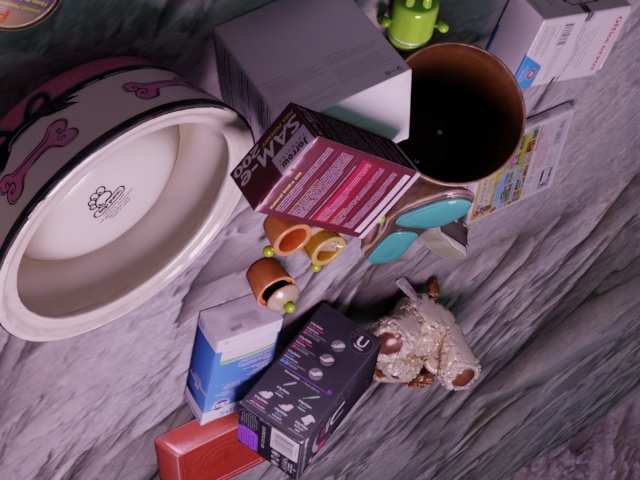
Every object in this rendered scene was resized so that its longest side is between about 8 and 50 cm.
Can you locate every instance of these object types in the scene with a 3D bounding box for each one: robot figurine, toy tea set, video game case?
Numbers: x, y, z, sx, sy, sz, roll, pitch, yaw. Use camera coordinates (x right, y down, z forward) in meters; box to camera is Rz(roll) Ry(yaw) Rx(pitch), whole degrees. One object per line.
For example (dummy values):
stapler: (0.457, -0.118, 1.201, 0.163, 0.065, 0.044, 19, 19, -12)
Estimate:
robot figurine: (0.135, -0.324, 1.805, 0.101, 0.067, 0.115, 2, 141, -8)
toy tea set: (0.000, 0.000, 2.058, 0.200, 0.124, 0.336, -13, 142, -34)
video game case: (0.369, -0.143, 2.326, 0.206, 0.026, 0.227, -24, 148, -20)

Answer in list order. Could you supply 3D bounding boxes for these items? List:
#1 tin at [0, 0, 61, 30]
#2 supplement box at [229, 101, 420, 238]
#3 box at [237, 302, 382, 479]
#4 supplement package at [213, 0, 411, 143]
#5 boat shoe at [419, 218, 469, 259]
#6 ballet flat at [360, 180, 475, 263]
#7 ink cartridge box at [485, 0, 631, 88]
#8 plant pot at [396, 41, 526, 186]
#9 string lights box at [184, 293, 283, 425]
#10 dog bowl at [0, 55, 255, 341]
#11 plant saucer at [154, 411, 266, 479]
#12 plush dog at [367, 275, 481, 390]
tin: (-0.375, -0.292, 1.377, 0.190, 0.040, 0.106, 5, 126, -48)
supplement box: (0.010, -0.086, 1.604, 0.130, 0.073, 0.239, -48, 148, 19)
box: (-0.019, 0.280, 2.305, 0.270, 0.143, 0.165, -49, 162, -31)
supplement package: (-0.011, -0.212, 1.682, 0.194, 0.203, 0.149, -26, 148, -16)
boat shoe: (0.203, -0.039, 2.265, 0.228, 0.081, 0.068, 39, 58, -48)
ballet flat: (0.149, -0.058, 2.078, 0.107, 0.106, 0.316, 6, 158, -28)
ink cartridge box: (0.386, -0.338, 2.017, 0.203, 0.086, 0.148, -14, 144, -33)
plant pot: (0.179, -0.174, 1.915, 0.215, 0.215, 0.230, -29, 179, -11)
string lights box: (-0.161, 0.217, 2.242, 0.133, 0.077, 0.259, -17, 145, -28)
dog bowl: (-0.286, -0.063, 1.606, 0.408, 0.150, 0.408, -36, 157, -18)
plant saucer: (-0.204, 0.426, 2.516, 0.258, 0.048, 0.259, -24, 146, -20)
plush dog: (0.167, 0.208, 2.499, 0.262, 0.210, 0.225, 24, 135, -25)
